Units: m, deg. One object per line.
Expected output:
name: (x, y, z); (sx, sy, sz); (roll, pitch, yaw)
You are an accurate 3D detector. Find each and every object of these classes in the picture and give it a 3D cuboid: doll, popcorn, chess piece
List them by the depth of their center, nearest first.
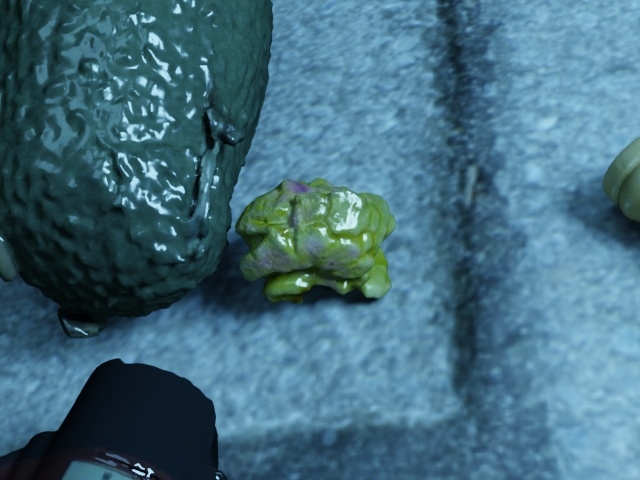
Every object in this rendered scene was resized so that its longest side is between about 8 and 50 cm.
chess piece: (0.242, -0.013, 0.557); (0.066, 0.066, 0.122); (-29, 55, -7)
popcorn: (-0.001, -0.001, 0.598); (0.097, 0.109, 0.089); (-1, 85, 54)
doll: (-0.152, -0.109, 0.649); (0.247, 0.247, 0.350); (-10, 61, 8)

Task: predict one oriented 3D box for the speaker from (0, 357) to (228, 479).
speaker: (-0.095, 0.212, 0.405); (0.259, 0.198, 0.330); (-3, 42, 30)
